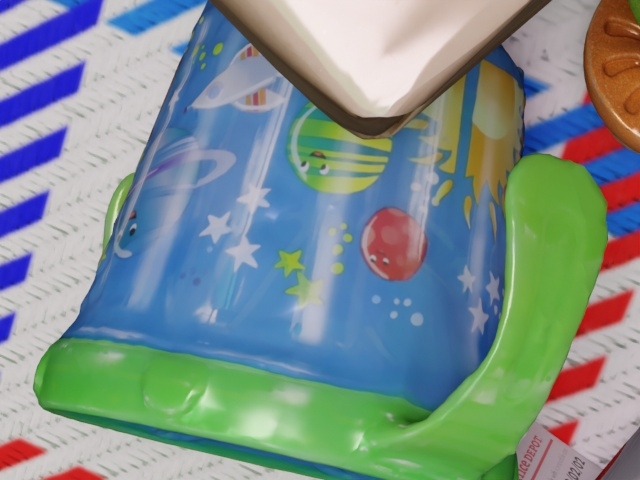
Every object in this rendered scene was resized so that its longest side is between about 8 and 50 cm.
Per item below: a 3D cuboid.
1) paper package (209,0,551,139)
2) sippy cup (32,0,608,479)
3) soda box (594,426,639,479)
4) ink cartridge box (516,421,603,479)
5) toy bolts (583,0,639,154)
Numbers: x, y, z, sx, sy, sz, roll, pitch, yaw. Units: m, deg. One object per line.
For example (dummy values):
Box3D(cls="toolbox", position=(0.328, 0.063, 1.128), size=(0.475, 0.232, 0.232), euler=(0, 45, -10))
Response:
Box3D(cls="paper package", position=(0.021, -0.248, 0.710), size=(0.309, 0.168, 0.325), euler=(-42, 89, 1))
Box3D(cls="sippy cup", position=(0.000, 0.000, 0.905), size=(0.305, 0.240, 0.224), euler=(10, 81, 19))
Box3D(cls="soda box", position=(0.174, 0.148, 0.891), size=(0.091, 0.098, 0.286), euler=(43, 76, 0))
Box3D(cls="ink cartridge box", position=(0.095, 0.167, 1.002), size=(0.061, 0.104, 0.181), euler=(35, 114, 5))
Box3D(cls="toy bolts", position=(0.262, -0.076, 0.884), size=(0.218, 0.158, 0.228), euler=(-40, 80, -15))
